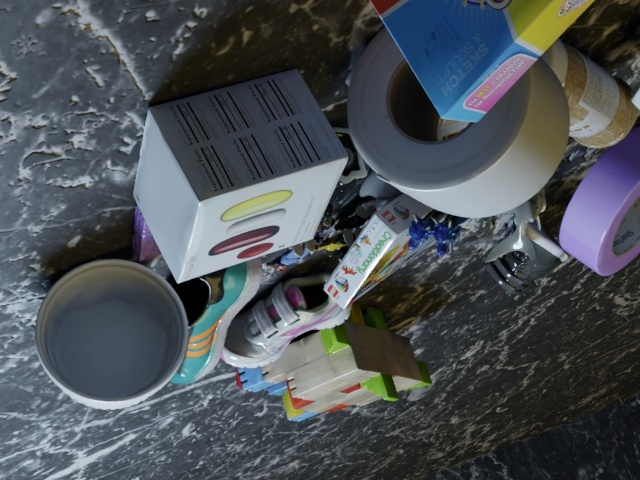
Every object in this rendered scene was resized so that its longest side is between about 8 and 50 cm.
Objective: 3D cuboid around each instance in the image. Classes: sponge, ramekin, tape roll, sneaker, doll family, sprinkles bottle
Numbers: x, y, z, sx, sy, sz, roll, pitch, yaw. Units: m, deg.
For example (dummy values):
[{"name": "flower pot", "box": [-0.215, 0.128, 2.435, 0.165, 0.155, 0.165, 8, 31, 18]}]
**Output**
[{"name": "sponge", "box": [-0.158, -0.040, 1.705, 0.210, 0.031, 0.117, -20, 155, -21]}, {"name": "ramekin", "box": [-0.293, 0.139, 1.714, 0.207, 0.207, 0.109, -20, 164, -19]}, {"name": "tape roll", "box": [0.177, -0.163, 1.563, 0.246, 0.246, 0.169, -36, 155, 16]}, {"name": "sneaker", "box": [-0.204, 0.117, 1.891, 0.121, 0.108, 0.302, -6, 140, -40]}, {"name": "sneaker", "box": [-0.064, 0.121, 2.067, 0.252, 0.103, 0.111, -29, 153, -16]}, {"name": "tape roll", "box": [0.560, -0.072, 2.251, 0.275, 0.090, 0.275, -36, 149, -26]}, {"name": "doll family", "box": [0.000, 0.000, 1.906, 0.193, 0.076, 0.111, -8, 173, -26]}, {"name": "sneaker", "box": [0.384, 0.032, 2.356, 0.147, 0.104, 0.296, -39, 159, 9]}, {"name": "sprinkles bottle", "box": [0.352, -0.222, 1.789, 0.121, 0.121, 0.355, -39, 155, 23]}]

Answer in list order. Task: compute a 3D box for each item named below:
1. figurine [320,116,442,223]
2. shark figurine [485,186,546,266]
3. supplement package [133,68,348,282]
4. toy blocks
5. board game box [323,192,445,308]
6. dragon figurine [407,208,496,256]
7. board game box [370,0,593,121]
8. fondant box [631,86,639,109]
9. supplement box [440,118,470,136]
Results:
[{"name": "figurine", "box": [0.062, -0.098, 1.783, 0.215, 0.092, 0.209, -18, 163, -24]}, {"name": "shark figurine", "box": [0.328, -0.067, 2.125, 0.116, 0.166, 0.278, 3, 161, 5]}, {"name": "supplement package", "box": [-0.105, -0.080, 1.536, 0.203, 0.149, 0.194, -18, 155, -25]}, {"name": "toy blocks", "box": [0.014, 0.262, 2.370, 0.261, 0.190, 0.381, -26, 158, 23]}, {"name": "board game box", "box": [0.147, -0.028, 1.920, 0.305, 0.053, 0.193, -34, 164, -43]}, {"name": "dragon figurine", "box": [0.226, -0.100, 1.770, 0.289, 0.085, 0.144, -63, 158, 5]}, {"name": "board game box", "box": [0.187, -0.315, 1.270, 0.064, 0.242, 0.316, -1, 144, -44]}, {"name": "fondant box", "box": [0.644, -0.319, 1.849, 0.330, 0.096, 0.238, -35, 163, -33]}, {"name": "supplement box", "box": [0.194, -0.194, 1.776, 0.062, 0.036, 0.098, -18, 156, -25]}]
